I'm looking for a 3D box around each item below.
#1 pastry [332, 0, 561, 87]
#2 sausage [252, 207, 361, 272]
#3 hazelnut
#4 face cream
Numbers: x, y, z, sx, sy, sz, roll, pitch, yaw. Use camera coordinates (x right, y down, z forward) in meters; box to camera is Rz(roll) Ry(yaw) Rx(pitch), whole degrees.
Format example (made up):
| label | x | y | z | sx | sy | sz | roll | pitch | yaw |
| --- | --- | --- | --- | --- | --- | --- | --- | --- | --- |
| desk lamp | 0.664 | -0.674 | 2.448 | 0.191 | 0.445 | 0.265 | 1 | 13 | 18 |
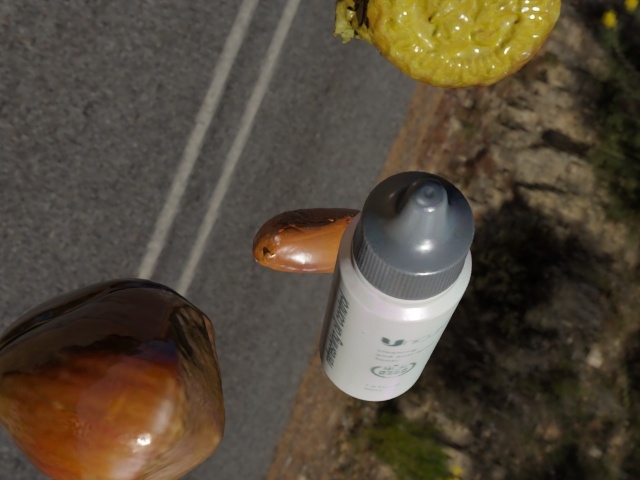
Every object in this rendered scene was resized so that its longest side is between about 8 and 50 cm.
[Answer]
| label | x | y | z | sx | sy | sz | roll | pitch | yaw |
| --- | --- | --- | --- | --- | --- | --- | --- | --- | --- |
| pastry | 0.155 | -0.289 | 1.262 | 0.132 | 0.235 | 0.240 | -102 | -153 | -51 |
| sausage | 0.000 | 0.000 | 1.422 | 0.089 | 0.179 | 0.089 | 179 | -90 | -70 |
| hazelnut | -0.315 | 0.215 | 1.625 | 0.372 | 0.372 | 0.315 | -14 | 119 | -69 |
| face cream | 0.053 | 0.032 | 0.768 | 0.092 | 0.092 | 0.311 | -57 | 172 | -22 |
